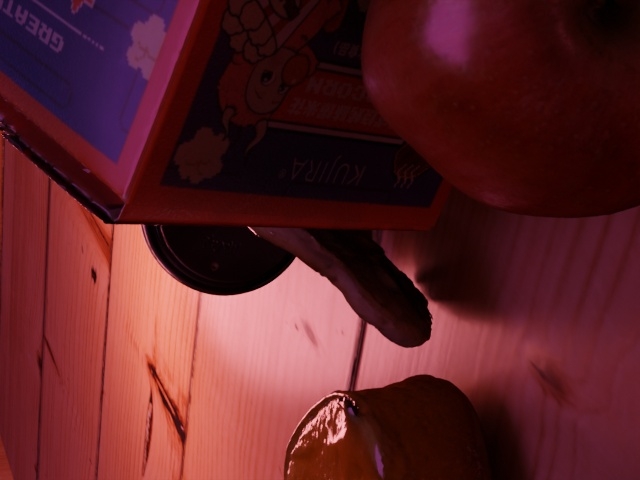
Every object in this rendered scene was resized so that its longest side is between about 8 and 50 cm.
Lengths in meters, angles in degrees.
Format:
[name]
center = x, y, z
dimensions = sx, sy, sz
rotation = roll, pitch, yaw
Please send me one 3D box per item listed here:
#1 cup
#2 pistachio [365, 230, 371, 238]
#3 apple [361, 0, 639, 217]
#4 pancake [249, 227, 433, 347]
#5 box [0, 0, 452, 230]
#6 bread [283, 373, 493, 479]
[cup]
center = -0.130, -0.037, 1.649
dimensions = 0.279, 0.196, 0.196
rotation = -173, 79, -75
[pistachio]
center = 0.017, -0.037, 1.456
dimensions = 0.089, 0.049, 0.173
rotation = -160, 67, -66
[apple]
center = 0.141, -0.124, 0.894
dimensions = 0.241, 0.242, 0.242
rotation = 148, 115, -69
[pancake]
center = 0.001, -0.001, 1.255
dimensions = 0.049, 0.282, 0.282
rotation = -51, 33, 5
[box]
center = -0.073, -0.186, 1.085
dimensions = 0.318, 0.348, 0.257
rotation = 38, 112, 35
[bread]
center = 0.065, 0.225, 1.270
dimensions = 0.269, 0.142, 0.195
rotation = 142, 123, -61
